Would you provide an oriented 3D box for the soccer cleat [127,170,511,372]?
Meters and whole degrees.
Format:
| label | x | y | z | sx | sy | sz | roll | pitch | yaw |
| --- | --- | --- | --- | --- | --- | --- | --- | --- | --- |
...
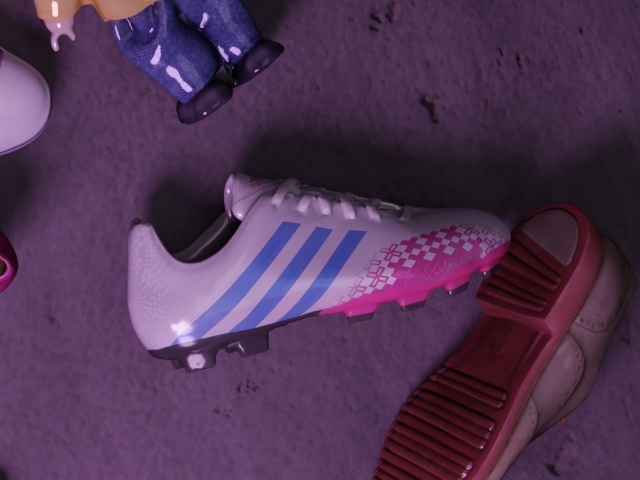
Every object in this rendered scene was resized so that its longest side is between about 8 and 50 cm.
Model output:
| label | x | y | z | sx | sy | sz | roll | pitch | yaw |
| --- | --- | --- | --- | --- | --- | --- | --- | --- | --- |
| soccer cleat | 0.000 | 0.000 | 1.475 | 0.331 | 0.116 | 0.143 | -16 | 95 | -19 |

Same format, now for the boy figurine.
| label | x | y | z | sx | sy | sz | roll | pitch | yaw |
| --- | --- | --- | --- | --- | --- | --- | --- | --- | --- |
| boy figurine | -0.159 | -0.223 | 1.427 | 0.177 | 0.092 | 0.285 | -44 | 104 | -14 |

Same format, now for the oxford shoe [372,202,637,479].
| label | x | y | z | sx | sy | sz | roll | pitch | yaw |
| --- | --- | --- | --- | --- | --- | --- | --- | --- | --- |
| oxford shoe | 0.164 | 0.146 | 1.539 | 0.130 | 0.123 | 0.348 | 33 | 89 | -38 |

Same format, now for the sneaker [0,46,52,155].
| label | x | y | z | sx | sy | sz | roll | pitch | yaw |
| --- | --- | --- | --- | --- | --- | --- | --- | --- | --- |
| sneaker | -0.324 | -0.118 | 1.332 | 0.282 | 0.161 | 0.102 | 8 | 87 | -21 |

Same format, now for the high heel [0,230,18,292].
| label | x | y | z | sx | sy | sz | roll | pitch | yaw |
| --- | --- | --- | --- | --- | --- | --- | --- | --- | --- |
| high heel | -0.348 | 0.005 | 1.346 | 0.244 | 0.117 | 0.082 | 13 | 86 | -20 |
